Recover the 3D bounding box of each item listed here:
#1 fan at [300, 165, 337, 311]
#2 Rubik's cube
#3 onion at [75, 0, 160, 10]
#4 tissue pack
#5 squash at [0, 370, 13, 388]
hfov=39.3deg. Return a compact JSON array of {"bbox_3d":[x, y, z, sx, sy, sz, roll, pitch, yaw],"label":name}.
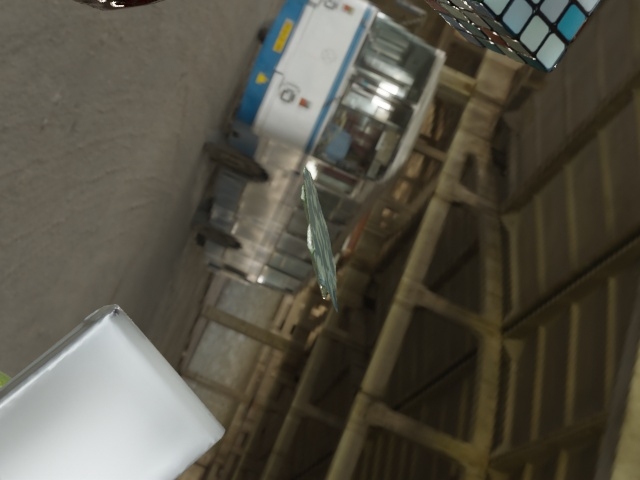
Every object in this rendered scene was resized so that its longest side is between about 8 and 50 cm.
[{"bbox_3d":[0.000,0.000,0.784,0.240,0.009,0.131,22,58,-85],"label":"fan"},{"bbox_3d":[0.211,-0.302,0.991,0.155,0.154,0.151,-56,-139,7],"label":"Rubik's cube"},{"bbox_3d":[-0.207,-0.403,1.017,0.336,0.282,0.260,-62,144,-11],"label":"onion"},{"bbox_3d":[-0.225,0.179,0.727,0.246,0.136,0.159,-41,-172,-16],"label":"tissue pack"},{"bbox_3d":[-0.591,0.196,1.081,0.263,0.384,0.263,-57,-171,13],"label":"squash"}]
